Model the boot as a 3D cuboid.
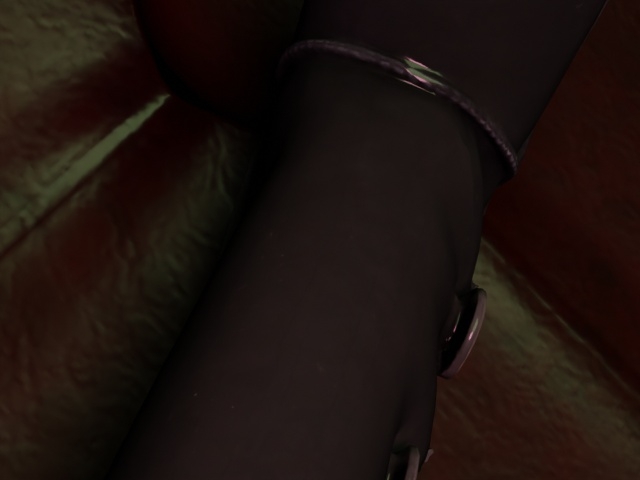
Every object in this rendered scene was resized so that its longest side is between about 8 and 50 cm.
[{"bbox_3d":[0.000,0.001,0.613,0.146,0.367,0.445,21,56,11],"label":"boot"}]
